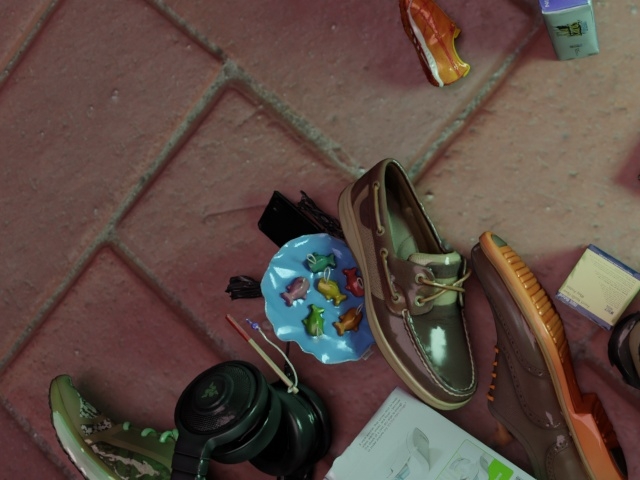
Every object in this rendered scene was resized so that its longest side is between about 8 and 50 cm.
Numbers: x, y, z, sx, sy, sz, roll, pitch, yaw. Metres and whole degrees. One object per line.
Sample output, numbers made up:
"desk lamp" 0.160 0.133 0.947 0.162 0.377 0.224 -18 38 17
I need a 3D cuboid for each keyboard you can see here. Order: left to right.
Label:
"keyboard" 0.000 0.000 1.356 0.192 0.038 0.100 41 124 14

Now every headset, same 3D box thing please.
"headset" -0.107 0.240 1.288 0.185 0.243 0.394 4 73 36

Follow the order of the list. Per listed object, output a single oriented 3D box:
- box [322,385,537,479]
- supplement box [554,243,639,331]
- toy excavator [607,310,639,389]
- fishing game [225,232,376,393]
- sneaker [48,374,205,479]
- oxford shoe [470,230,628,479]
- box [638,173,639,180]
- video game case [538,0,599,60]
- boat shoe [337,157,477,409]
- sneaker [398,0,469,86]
"box" 0.113 0.361 1.179 0.231 0.126 0.262 31 70 25
"supplement box" 0.364 0.061 1.211 0.083 0.056 0.083 34 98 17
"toy excavator" 0.571 0.079 1.084 0.445 0.222 0.432 -18 84 4
"fishing game" 0.013 0.075 1.251 0.264 0.041 0.189 -40 86 -29
"sneaker" -0.243 0.337 1.392 0.182 0.158 0.410 -39 73 -18
"oxford shoe" 0.261 0.166 1.209 0.133 0.130 0.363 -27 80 22
"box" 0.499 -0.119 1.187 0.116 0.029 0.162 33 100 16
"video game case" 0.291 -0.381 1.152 0.061 0.244 0.269 -9 85 19
"boat shoe" 0.131 0.051 1.228 0.123 0.123 0.341 -43 60 51
"sneaker" 0.155 -0.298 1.301 0.067 0.064 0.175 -22 86 -3
